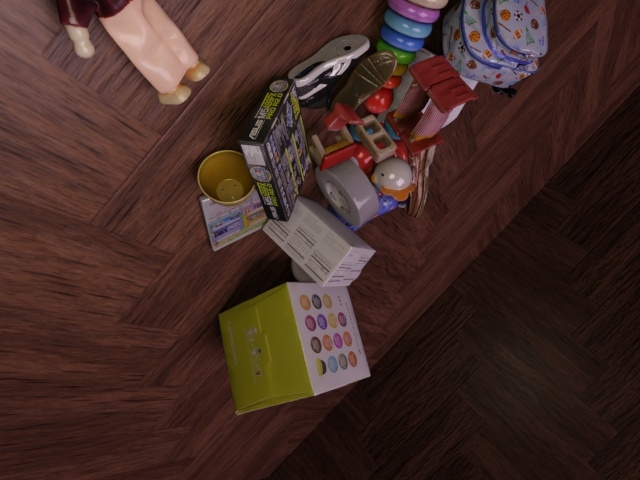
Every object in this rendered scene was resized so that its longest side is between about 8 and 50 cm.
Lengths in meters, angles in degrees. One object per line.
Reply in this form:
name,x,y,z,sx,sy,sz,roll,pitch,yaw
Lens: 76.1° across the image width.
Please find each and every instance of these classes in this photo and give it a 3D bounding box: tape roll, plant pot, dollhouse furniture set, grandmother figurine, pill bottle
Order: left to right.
grandmother figurine,-0.316,-0.369,0.630,0.208,0.104,0.342,-65,151,-20
plant pot,-0.221,-0.135,0.989,0.134,0.134,0.095,-35,170,-16
pill bottle,0.031,0.088,1.494,0.264,0.153,0.153,8,121,-52
tape roll,0.076,-0.146,1.213,0.072,0.219,0.219,-37,148,-11
dollhouse furniture set,0.173,-0.290,1.033,0.374,0.152,0.201,-28,166,-18

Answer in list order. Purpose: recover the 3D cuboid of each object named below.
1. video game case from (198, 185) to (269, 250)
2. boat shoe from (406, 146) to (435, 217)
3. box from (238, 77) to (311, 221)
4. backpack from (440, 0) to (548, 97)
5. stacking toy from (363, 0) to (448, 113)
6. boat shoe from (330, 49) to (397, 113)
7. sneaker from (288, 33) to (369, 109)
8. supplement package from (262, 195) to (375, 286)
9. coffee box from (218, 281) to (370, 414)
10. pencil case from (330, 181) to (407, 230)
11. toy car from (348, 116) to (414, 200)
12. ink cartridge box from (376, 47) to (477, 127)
video game case,-0.220,-0.084,1.131,0.212,0.023,0.193,-29,145,-26
boat shoe,0.305,-0.223,1.370,0.104,0.111,0.307,1,115,-2
box,-0.096,-0.208,0.984,0.270,0.060,0.216,77,26,-56
backpack,0.476,-0.568,1.135,0.263,0.277,0.213,-2,172,-13
stacking toy,0.195,-0.486,1.061,0.141,0.141,0.330,-20,147,-35
boat shoe,0.110,-0.404,1.051,0.223,0.080,0.073,-39,-164,41
sneaker,0.026,-0.404,1.003,0.217,0.079,0.121,-31,150,-6
supplement package,0.000,0.000,1.230,0.145,0.262,0.204,-53,157,13
coffee box,-0.091,0.353,1.381,0.338,0.338,0.334,-26,160,31
pencil case,0.183,-0.134,1.438,0.306,0.133,0.119,-26,169,-27
toy car,0.181,-0.207,1.204,0.210,0.238,0.219,-7,141,-12
ink cartridge box,0.318,-0.393,1.332,0.308,0.091,0.385,-7,131,-45
